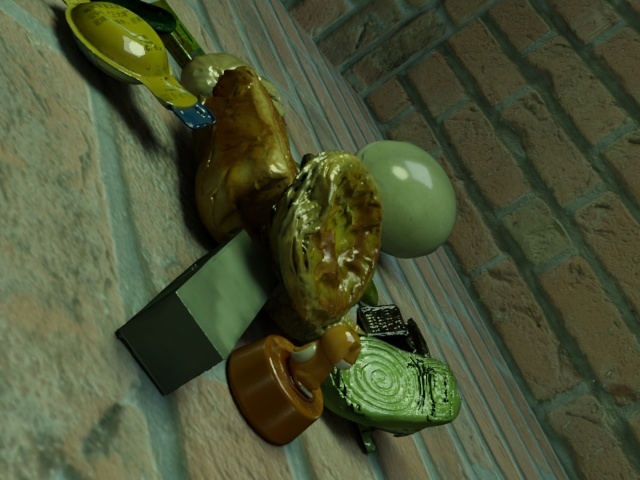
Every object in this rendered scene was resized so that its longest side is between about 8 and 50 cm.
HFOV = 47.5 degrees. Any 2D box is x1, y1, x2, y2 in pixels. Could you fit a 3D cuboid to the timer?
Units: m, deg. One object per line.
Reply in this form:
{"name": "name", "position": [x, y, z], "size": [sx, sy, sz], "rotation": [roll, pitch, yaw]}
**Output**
{"name": "timer", "position": [-0.014, 0.153, 0.877], "size": [0.132, 0.152, 0.132], "rotation": [51, 15, -20]}

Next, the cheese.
{"name": "cheese", "position": [-0.260, -0.258, 1.042], "size": [0.270, 0.069, 0.177], "rotation": [43, 23, 3]}

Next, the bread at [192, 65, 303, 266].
{"name": "bread", "position": [-0.117, -0.116, 1.136], "size": [0.344, 0.148, 0.195], "rotation": [-107, 171, -49]}

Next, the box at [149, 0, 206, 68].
{"name": "box", "position": [-0.271, -0.384, 1.436], "size": [0.193, 0.030, 0.121], "rotation": [52, 15, -16]}

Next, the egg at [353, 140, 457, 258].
{"name": "egg", "position": [0.197, -0.119, 1.896], "size": [0.336, 0.278, 0.278], "rotation": [53, 15, -29]}

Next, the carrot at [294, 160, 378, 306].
{"name": "carrot", "position": [0.020, -0.008, 1.501], "size": [0.358, 0.074, 0.074], "rotation": [55, 14, -11]}

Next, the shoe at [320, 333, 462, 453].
{"name": "shoe", "position": [0.097, 0.238, 1.105], "size": [0.262, 0.128, 0.140], "rotation": [12, 46, -27]}

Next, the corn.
{"name": "corn", "position": [0.001, 0.131, 1.114], "size": [0.288, 0.086, 0.086], "rotation": [45, 18, -44]}

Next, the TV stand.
{"name": "TV stand", "position": [-0.128, 0.070, 0.832], "size": [0.088, 0.082, 0.269], "rotation": [57, 14, -6]}

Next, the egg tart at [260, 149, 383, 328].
{"name": "egg tart", "position": [0.001, -0.005, 0.973], "size": [0.241, 0.106, 0.241], "rotation": [-22, 117, -54]}

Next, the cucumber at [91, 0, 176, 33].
{"name": "cucumber", "position": [-0.330, -0.399, 1.235], "size": [0.056, 0.056, 0.284], "rotation": [60, 19, 12]}

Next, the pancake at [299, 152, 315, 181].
{"name": "pancake", "position": [0.000, 0.000, 1.199], "size": [0.286, 0.033, 0.288], "rotation": [-154, -125, -79]}

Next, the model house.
{"name": "model house", "position": [0.127, 0.196, 1.334], "size": [0.152, 0.106, 0.165], "rotation": [47, 13, -40]}

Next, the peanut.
{"name": "peanut", "position": [-0.156, -0.274, 1.373], "size": [0.130, 0.130, 0.290], "rotation": [60, 16, 12]}
